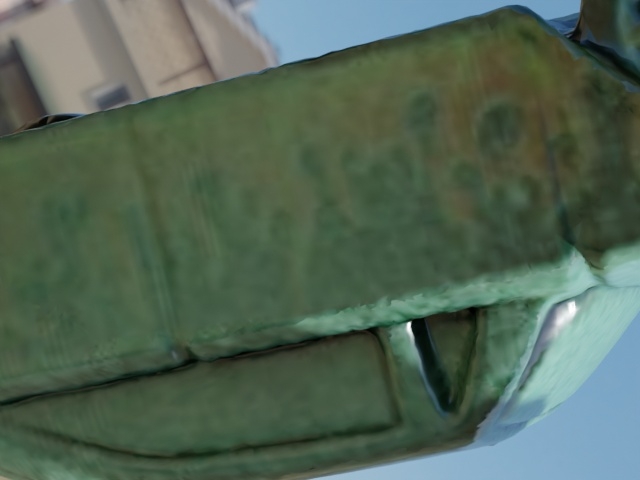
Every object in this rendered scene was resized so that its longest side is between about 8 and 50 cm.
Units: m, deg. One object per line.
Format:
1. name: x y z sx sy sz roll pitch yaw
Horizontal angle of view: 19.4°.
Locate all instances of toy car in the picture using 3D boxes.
1. toy car: 0.000 0.000 0.405 0.141 0.321 0.097 -6 84 -71
